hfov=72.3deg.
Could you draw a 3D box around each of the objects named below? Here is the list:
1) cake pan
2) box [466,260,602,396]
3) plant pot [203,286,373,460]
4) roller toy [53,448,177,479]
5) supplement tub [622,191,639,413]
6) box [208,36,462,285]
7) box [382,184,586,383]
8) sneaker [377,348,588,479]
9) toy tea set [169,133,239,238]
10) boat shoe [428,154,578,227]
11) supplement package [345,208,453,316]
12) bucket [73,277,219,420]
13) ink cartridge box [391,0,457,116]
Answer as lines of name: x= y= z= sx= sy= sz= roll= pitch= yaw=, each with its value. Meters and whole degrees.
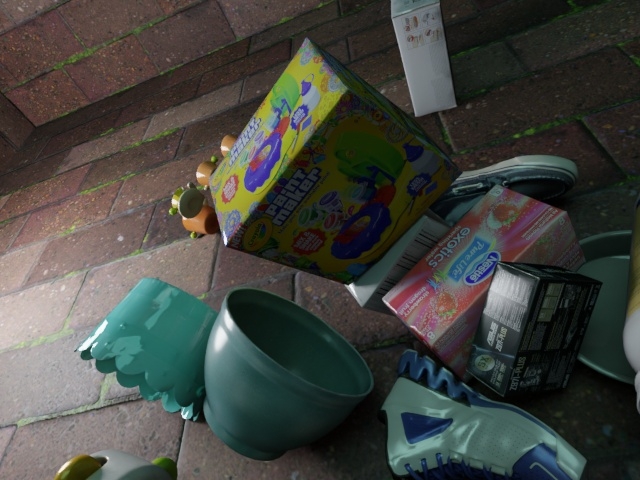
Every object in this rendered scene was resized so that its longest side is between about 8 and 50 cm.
cake pan: x=0.517 y=0.109 z=0.711 sx=0.292 sy=0.054 sz=0.294 roll=-15 pitch=44 yaw=15
box: x=0.319 y=0.130 z=0.659 sx=0.147 sy=0.180 sz=0.077 roll=4 pitch=14 yaw=-28
plant pot: x=-0.083 y=0.244 z=0.766 sx=0.196 sy=0.293 sz=0.293 roll=-58 pitch=44 yaw=8
roller toy: x=-0.358 y=0.463 z=0.736 sx=0.146 sy=0.209 sz=0.191 roll=2 pitch=71 yaw=30
supplement tub: x=0.516 y=0.070 z=0.532 sx=0.240 sy=0.241 sz=0.332 roll=7 pitch=54 yaw=33
box: x=0.017 y=-0.107 z=0.731 sx=0.290 sy=0.279 sz=0.177 roll=-48 pitch=43 yaw=24
box: x=0.280 y=0.071 z=0.760 sx=0.300 sy=0.142 sz=0.154 roll=-44 pitch=34 yaw=-1
sneaker: x=0.203 y=0.313 z=0.649 sx=0.315 sy=0.127 sz=0.182 roll=21 pitch=66 yaw=48
toy tea set: x=-0.329 y=-0.170 z=1.320 sx=0.124 sy=0.200 sz=0.336 roll=18 pitch=60 yaw=29
boat shoe: x=0.355 y=-0.070 z=0.932 sx=0.340 sy=0.127 sz=0.158 roll=-7 pitch=53 yaw=33
supplement package: x=0.138 y=0.011 z=0.880 sx=0.203 sy=0.149 sz=0.194 roll=-57 pitch=41 yaw=15
bucket: x=-0.323 y=0.220 z=0.902 sx=0.280 sy=0.281 sz=0.183 roll=7 pitch=52 yaw=33
ink cartridge box: x=0.303 y=-0.579 z=1.286 sx=0.129 sy=0.310 sz=0.272 roll=-10 pitch=46 yaw=19
